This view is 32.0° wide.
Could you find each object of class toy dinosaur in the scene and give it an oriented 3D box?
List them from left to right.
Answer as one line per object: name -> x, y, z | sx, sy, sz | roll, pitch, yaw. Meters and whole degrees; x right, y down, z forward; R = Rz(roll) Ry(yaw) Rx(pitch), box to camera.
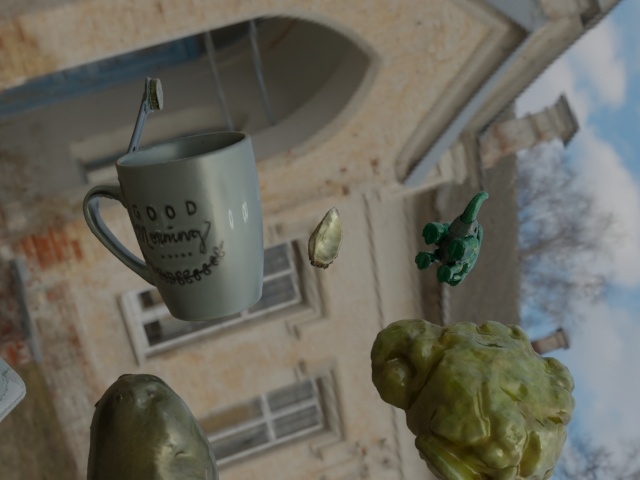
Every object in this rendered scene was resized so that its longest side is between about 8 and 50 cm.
toy dinosaur -> 0.164, 0.001, 1.309 | 0.059, 0.096, 0.132 | 34, -62, 26

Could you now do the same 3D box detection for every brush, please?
brush -> -0.288, -0.177, 1.801 | 0.266, 0.027, 0.062 | -84, 170, -49

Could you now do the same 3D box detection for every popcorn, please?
popcorn -> 0.267, 0.266, 1.890 | 0.334, 0.293, 0.292 | 38, -8, 47

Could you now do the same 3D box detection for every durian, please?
durian -> 0.010, 0.002, 1.745 | 0.066, 0.052, 0.130 | 117, -3, -48

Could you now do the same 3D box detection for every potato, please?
potato -> -0.199, 0.263, 1.316 | 0.178, 0.160, 0.235 | 23, -48, 34

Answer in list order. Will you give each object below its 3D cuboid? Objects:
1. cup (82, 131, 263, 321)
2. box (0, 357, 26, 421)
cup -> -0.203, -0.015, 1.556 | 0.186, 0.258, 0.234 | -47, 131, -66
box -> -0.425, 0.179, 1.179 | 0.142, 0.044, 0.285 | 48, 23, -8
